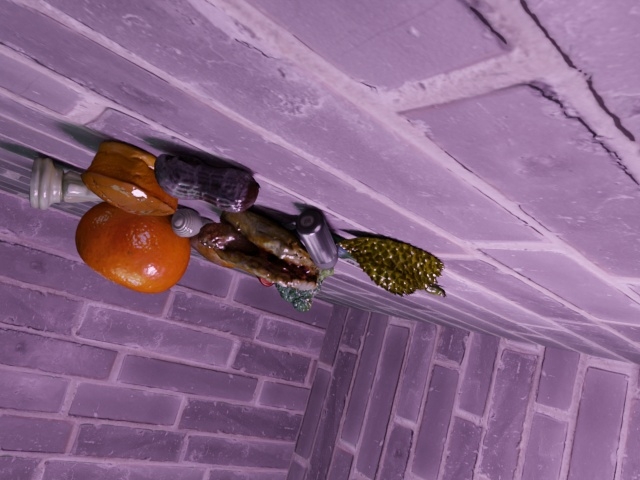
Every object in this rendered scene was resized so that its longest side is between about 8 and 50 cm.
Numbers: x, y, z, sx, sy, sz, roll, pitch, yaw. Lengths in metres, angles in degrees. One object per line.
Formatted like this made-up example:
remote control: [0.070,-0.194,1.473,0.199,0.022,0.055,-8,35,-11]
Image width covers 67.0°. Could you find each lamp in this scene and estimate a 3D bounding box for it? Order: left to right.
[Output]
lamp: [-0.467,-0.057,1.786,0.106,0.106,0.193,10,175,28]

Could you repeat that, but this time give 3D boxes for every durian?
durian: [0.231,0.061,1.429,0.351,0.158,0.169,23,-158,-31]

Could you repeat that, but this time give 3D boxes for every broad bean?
broad bean: [0.361,0.169,1.850,0.256,0.053,0.052,17,131,-6]

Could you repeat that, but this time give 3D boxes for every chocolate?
chocolate: [-0.259,-0.129,1.094,0.247,0.110,0.110,17,169,6]

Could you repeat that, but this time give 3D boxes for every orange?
orange: [-0.699,0.008,1.841,0.423,0.326,0.424,29,172,4]

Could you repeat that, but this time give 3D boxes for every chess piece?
chess piece: [-0.798,-0.173,1.616,0.297,0.176,0.175,7,174,-25]

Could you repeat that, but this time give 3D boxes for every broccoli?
broccoli: [-0.060,0.144,1.937,0.269,0.269,0.254,24,172,-37]

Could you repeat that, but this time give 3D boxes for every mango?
mango: [-0.440,0.007,1.975,0.316,0.146,0.193,27,172,20]

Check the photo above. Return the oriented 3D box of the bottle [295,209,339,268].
bottle: [0.000,0.000,1.350,0.079,0.096,0.254,34,164,27]

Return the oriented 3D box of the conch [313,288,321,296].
conch: [-0.079,0.197,2.425,0.200,0.131,0.172,42,-161,4]

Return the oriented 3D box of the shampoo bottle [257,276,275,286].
shampoo bottle: [-0.254,0.058,1.804,0.260,0.064,0.102,48,176,36]

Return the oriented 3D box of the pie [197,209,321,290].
pie: [-0.167,0.023,1.575,0.394,0.181,0.418,26,-179,6]

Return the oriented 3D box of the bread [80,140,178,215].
bread: [-0.477,-0.144,1.242,0.195,0.143,0.270,13,167,16]

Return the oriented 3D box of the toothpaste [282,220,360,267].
toothpaste: [0.056,0.021,1.511,0.391,0.061,0.098,26,161,-34]
